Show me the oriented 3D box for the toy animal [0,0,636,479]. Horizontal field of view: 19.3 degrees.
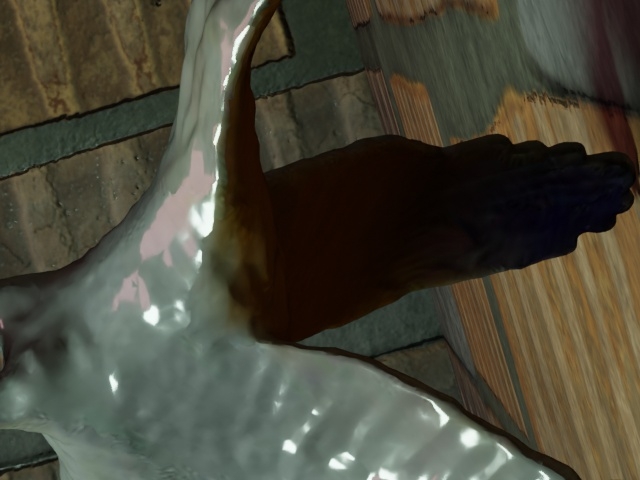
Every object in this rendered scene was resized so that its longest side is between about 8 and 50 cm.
[{"bbox_3d":[-0.021,0.009,0.525,0.225,0.302,0.284,-102,-8,-47],"label":"toy animal"}]
